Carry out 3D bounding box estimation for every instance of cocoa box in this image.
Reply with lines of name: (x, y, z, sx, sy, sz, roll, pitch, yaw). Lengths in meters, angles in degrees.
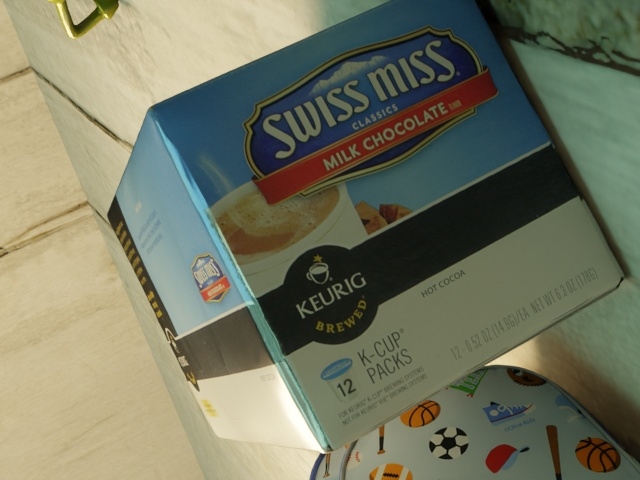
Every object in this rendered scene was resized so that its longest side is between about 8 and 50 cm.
cocoa box: (0.000, 0.000, 0.766, 0.228, 0.231, 0.347, 63, 162, 1)

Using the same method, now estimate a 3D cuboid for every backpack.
backpack: (0.113, 0.217, 0.750, 0.263, 0.277, 0.213, -133, 28, -56)

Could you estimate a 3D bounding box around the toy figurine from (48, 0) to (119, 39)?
toy figurine: (-0.081, -0.242, 0.571, 0.217, 0.191, 0.362, 38, 155, 36)
